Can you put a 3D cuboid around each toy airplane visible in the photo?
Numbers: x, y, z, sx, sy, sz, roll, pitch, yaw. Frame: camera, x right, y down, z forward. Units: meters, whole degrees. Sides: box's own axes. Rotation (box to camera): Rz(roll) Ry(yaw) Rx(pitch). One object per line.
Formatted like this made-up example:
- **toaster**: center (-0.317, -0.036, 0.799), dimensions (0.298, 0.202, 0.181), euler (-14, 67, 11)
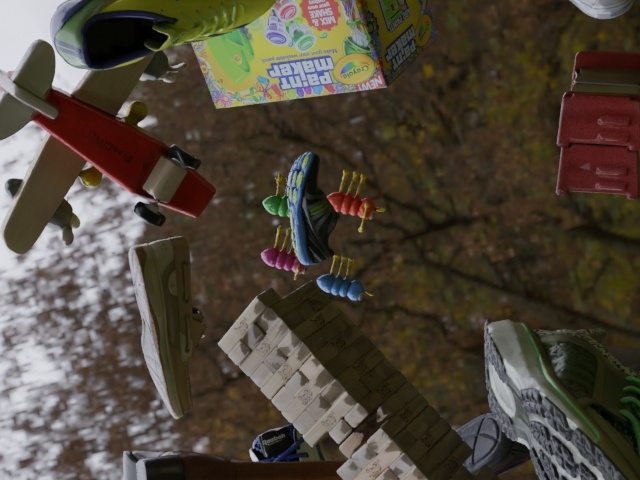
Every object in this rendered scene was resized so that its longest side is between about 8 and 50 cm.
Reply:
- **toy airplane**: center (-0.406, -0.192, 2.209), dimensions (0.272, 0.386, 0.385), euler (-133, 30, -74)

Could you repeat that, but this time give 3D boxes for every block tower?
- **block tower**: center (0.048, 0.189, 1.320), dimensions (0.335, 0.091, 0.097), euler (46, -145, 9)

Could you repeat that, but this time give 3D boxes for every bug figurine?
- **bug figurine**: center (0.000, 0.000, 2.242), dimensions (0.072, 0.216, 0.279), euler (-67, -14, -49)

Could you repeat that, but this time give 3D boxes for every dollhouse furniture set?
- **dollhouse furniture set**: center (0.526, -0.158, 1.769), dimensions (0.201, 0.374, 0.152), euler (-56, -33, -58)

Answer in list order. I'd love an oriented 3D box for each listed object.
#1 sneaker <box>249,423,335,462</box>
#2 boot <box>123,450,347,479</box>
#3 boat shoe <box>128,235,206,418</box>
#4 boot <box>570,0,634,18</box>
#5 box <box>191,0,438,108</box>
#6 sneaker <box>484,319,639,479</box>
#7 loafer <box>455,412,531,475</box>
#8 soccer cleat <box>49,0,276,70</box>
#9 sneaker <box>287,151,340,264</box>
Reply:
- **sneaker**: center (-0.040, 0.390, 1.941), dimensions (0.182, 0.127, 0.315), euler (57, -168, -20)
- **boot**: center (-0.126, 0.323, 1.749), dimensions (0.280, 0.264, 0.096), euler (0, -108, -19)
- **boat shoe**: center (-0.254, 0.159, 2.229), dimensions (0.121, 0.110, 0.341), euler (40, 141, 56)
- **boot**: center (0.303, -0.391, 1.622), dimensions (0.258, 0.095, 0.123), euler (41, 164, 40)
- **box**: center (-0.034, -0.354, 1.724), dimensions (0.177, 0.289, 0.279), euler (-49, -54, -46)
- **sneaker**: center (0.309, 0.183, 1.363), dimensions (0.410, 0.182, 0.158), euler (-117, 14, -64)
- **loafer**: center (0.208, 0.360, 1.955), dimensions (0.095, 0.302, 0.109), euler (24, -130, -29)
- **soccer cleat**: center (-0.163, -0.252, 1.440), dimensions (0.121, 0.289, 0.094), euler (43, 144, 50)
- **sneaker**: center (-0.009, -0.054, 2.032), dimensions (0.067, 0.078, 0.188), euler (-138, 41, -66)
